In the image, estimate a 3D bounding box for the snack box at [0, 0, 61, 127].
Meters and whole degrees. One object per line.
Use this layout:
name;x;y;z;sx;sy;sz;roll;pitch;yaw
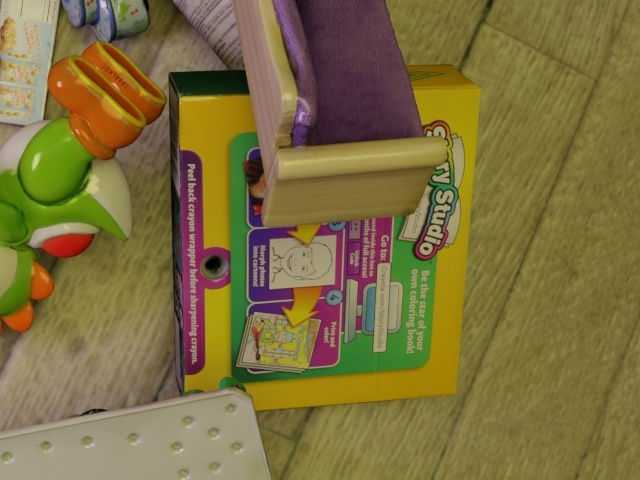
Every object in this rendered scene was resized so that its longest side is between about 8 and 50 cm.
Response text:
snack box;-0.335;-0.218;1.236;0.064;0.022;0.178;8;84;-12

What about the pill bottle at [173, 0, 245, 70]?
pill bottle;-0.088;-0.298;1.222;0.160;0.160;0.283;-40;95;-12

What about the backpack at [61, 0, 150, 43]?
backpack;-0.246;-0.278;1.217;0.084;0.105;0.114;-24;102;-20

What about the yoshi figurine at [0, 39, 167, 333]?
yoshi figurine;-0.335;-0.056;1.122;0.362;0.203;0.203;-47;139;17

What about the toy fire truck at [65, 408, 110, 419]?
toy fire truck;-0.207;0.327;1.176;0.217;0.158;0.246;18;72;-10

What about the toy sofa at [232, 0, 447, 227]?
toy sofa;0.001;-0.206;0.999;0.150;0.177;0.363;-5;61;-14

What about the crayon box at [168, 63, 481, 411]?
crayon box;0.000;0.000;1.181;0.313;0.106;0.363;-4;113;-13

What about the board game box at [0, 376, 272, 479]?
board game box;-0.222;0.338;1.091;0.389;0.050;0.390;-11;113;1
